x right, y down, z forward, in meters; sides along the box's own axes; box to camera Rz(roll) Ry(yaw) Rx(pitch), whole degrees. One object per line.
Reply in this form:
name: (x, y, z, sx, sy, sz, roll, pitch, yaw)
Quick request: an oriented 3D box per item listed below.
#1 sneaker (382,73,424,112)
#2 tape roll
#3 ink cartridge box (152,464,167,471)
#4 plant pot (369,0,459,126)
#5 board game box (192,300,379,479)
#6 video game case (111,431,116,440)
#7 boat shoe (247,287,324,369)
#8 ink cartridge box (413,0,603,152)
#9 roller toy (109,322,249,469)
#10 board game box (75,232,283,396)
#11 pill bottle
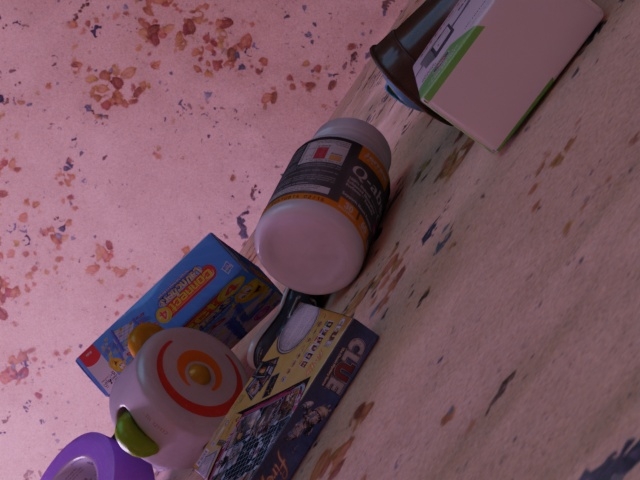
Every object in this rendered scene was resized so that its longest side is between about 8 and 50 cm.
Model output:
sneaker: (0.194, -0.340, 1.876, 0.208, 0.127, 0.319, -47, 11, 42)
tape roll: (-0.400, 0.470, 1.903, 0.275, 0.090, 0.274, -34, 38, 32)
ink cartridge box: (-0.292, 0.376, 2.113, 0.104, 0.060, 0.180, -59, 8, -21)
plant pot: (0.184, -0.275, 1.562, 0.165, 0.167, 0.167, -48, 10, 21)
board game box: (-0.044, 0.191, 1.302, 0.243, 0.042, 0.165, -57, 21, -9)
video game case: (-0.334, 0.362, 2.180, 0.274, 0.026, 0.196, -55, -19, -34)
boat shoe: (-0.029, 0.117, 1.665, 0.065, 0.075, 0.206, 12, 53, 35)
ink cartridge box: (0.215, -0.238, 1.354, 0.198, 0.115, 0.273, -54, 8, 14)
roller toy: (-0.210, 0.234, 1.704, 0.146, 0.191, 0.209, -50, 34, 37)
board game box: (-0.230, 0.149, 1.934, 0.308, 0.086, 0.302, -44, -17, 0)
pill bottle: (0.014, -0.060, 1.664, 0.162, 0.162, 0.278, -50, 10, 39)
